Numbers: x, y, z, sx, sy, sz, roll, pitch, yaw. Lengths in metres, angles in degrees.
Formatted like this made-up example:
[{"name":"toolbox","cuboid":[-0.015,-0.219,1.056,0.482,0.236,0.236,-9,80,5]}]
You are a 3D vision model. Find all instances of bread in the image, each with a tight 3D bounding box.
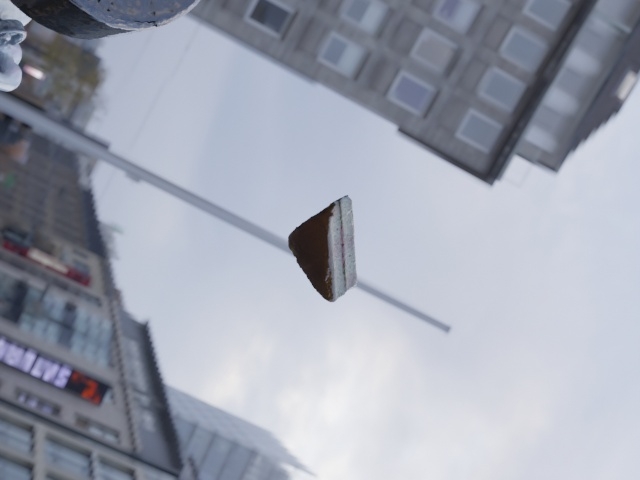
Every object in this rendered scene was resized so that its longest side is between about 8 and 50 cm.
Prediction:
[{"name":"bread","cuboid":[0.000,0.000,1.246,0.043,0.062,0.109,-36,137,-40]}]

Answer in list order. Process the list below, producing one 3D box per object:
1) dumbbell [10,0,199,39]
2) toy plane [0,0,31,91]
[{"name":"dumbbell","cuboid":[-0.069,-0.250,0.866,0.322,0.204,0.203,-2,-121,44]},{"name":"toy plane","cuboid":[-0.383,-0.266,1.352,0.123,0.267,0.266,-20,-144,23]}]
